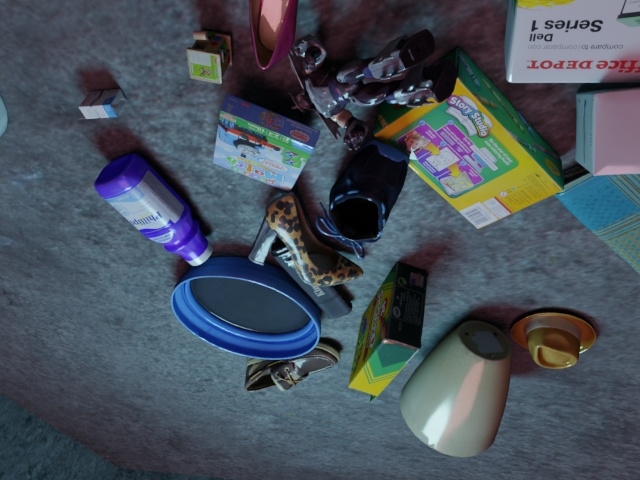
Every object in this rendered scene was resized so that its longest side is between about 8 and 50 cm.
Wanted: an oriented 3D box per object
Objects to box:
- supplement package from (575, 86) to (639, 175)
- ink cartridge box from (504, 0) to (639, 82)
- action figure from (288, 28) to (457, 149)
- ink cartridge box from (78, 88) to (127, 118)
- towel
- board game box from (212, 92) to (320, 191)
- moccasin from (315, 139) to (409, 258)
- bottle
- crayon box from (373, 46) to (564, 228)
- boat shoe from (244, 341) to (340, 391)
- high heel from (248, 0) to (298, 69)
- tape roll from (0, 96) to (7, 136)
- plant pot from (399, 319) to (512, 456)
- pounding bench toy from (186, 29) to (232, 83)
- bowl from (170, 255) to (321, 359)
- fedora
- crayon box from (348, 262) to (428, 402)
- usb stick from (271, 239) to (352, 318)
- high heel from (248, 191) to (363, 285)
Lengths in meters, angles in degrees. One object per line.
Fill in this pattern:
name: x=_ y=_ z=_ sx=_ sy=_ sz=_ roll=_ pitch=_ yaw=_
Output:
supplement package: x=0.409 y=-0.151 z=0.749 sx=0.105 sy=0.179 sz=0.105 roll=-1 pitch=103 yaw=17
ink cartridge box: x=0.329 y=-0.324 z=0.631 sx=0.201 sy=0.117 sz=0.278 roll=4 pitch=141 yaw=13
action figure: x=0.046 y=-0.226 z=0.813 sx=0.285 sy=0.099 sz=0.185 roll=-1 pitch=141 yaw=47
ink cartridge box: x=-0.399 y=-0.246 z=1.006 sx=0.083 sy=0.048 sz=0.028 roll=0 pitch=139 yaw=17
towel: x=0.608 y=-0.053 z=0.944 sx=0.370 sy=0.040 sz=0.271 roll=33 pitch=139 yaw=-25
board game box: x=-0.102 y=-0.162 z=0.975 sx=0.160 sy=0.039 sz=0.211 roll=20 pitch=162 yaw=-8
moccasin: x=0.056 y=-0.054 z=0.993 sx=0.137 sy=0.117 sz=0.342 roll=22 pitch=159 yaw=6
bottle: x=-0.341 y=-0.055 z=1.186 sx=0.118 sy=0.092 sz=0.283 roll=-13 pitch=134 yaw=28
crayon box: x=0.241 y=-0.151 z=0.898 sx=0.278 sy=0.081 sz=0.165 roll=37 pitch=136 yaw=-25
boat shoe: x=-0.092 y=0.381 z=1.618 sx=0.342 sy=0.123 sz=0.123 roll=-16 pitch=133 yaw=33
high heel: x=-0.067 y=-0.350 z=0.721 sx=0.082 sy=0.117 sz=0.244 roll=12 pitch=142 yaw=3
tape roll: x=-0.759 y=-0.263 z=1.057 sx=0.286 sy=0.100 sz=0.286 roll=9 pitch=141 yaw=7
plant pot: x=0.355 y=0.335 z=1.360 sx=0.256 sy=0.256 sz=0.274 roll=14 pitch=125 yaw=0
pounding bench toy: x=-0.169 y=-0.298 z=0.858 sx=0.052 sy=0.065 sz=0.083 roll=12 pitch=142 yaw=5
bowl: x=-0.187 y=0.179 z=1.439 sx=0.391 sy=0.077 sz=0.391 roll=8 pitch=141 yaw=7
fedora: x=0.538 y=0.242 z=1.291 sx=0.194 sy=0.079 sz=0.194 roll=9 pitch=141 yaw=7
crayon box: x=0.145 y=0.224 z=1.290 sx=0.081 sy=0.202 sz=0.318 roll=17 pitch=141 yaw=-3
usb stick: x=-0.016 y=0.093 z=1.305 sx=0.077 sy=0.045 sz=0.278 roll=-16 pitch=132 yaw=27
high heel: x=0.000 y=0.000 z=1.141 sx=0.261 sy=0.093 sz=0.186 roll=14 pitch=130 yaw=-19
